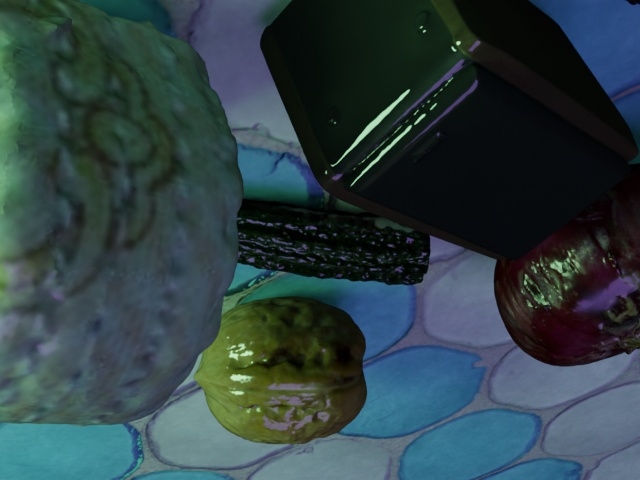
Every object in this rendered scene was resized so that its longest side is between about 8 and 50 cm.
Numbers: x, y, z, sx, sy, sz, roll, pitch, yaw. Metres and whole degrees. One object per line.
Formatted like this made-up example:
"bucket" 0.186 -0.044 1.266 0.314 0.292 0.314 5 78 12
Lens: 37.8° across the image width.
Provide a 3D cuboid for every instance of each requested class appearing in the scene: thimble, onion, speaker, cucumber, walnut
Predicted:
"thimble" -0.191 -0.024 0.645 0.195 0.291 0.291 13 132 -41
"onion" 0.288 0.017 0.935 0.246 0.190 0.246 -21 160 -8
"speaker" 0.101 -0.111 0.718 0.231 0.193 0.153 20 127 -42
"cucumber" 0.000 0.001 0.906 0.265 0.077 0.077 5 136 -22
"walnut" -0.043 0.137 0.988 0.184 0.155 0.155 -1 138 -20

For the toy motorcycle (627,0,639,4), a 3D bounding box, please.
"toy motorcycle" 0.330 -0.243 0.726 0.212 0.084 0.118 -12 140 -18
